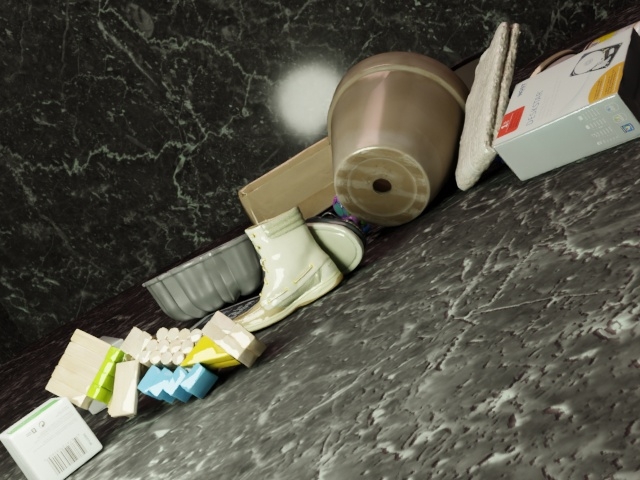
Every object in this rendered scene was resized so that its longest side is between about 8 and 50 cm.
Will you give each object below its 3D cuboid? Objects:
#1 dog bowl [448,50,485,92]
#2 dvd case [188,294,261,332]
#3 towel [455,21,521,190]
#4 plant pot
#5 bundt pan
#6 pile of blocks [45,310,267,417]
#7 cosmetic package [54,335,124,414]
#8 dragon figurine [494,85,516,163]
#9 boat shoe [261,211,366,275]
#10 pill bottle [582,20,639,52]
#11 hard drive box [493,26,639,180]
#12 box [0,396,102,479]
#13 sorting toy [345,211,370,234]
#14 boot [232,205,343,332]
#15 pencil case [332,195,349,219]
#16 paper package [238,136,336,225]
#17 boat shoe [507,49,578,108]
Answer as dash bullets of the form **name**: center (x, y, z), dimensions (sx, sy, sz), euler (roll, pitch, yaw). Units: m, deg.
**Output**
- **dog bowl**: center (0.273, -0.277, 1.936), dimensions (0.408, 0.150, 0.408), euler (-34, -4, -2)
- **dvd case**: center (-0.202, 0.174, 1.525), dimensions (0.239, 0.029, 0.179), euler (-24, 10, 43)
- **towel**: center (0.311, -0.253, 1.494), dimensions (0.187, 0.049, 0.282), euler (105, 178, -72)
- **plant pot**: center (0.150, -0.181, 1.630), dimensions (0.323, 0.323, 0.280), euler (-25, 27, 31)
- **bundt pan**: center (-0.217, 0.077, 1.758), dimensions (0.331, 0.124, 0.331), euler (-25, 4, 2)
- **pile of blocks**: center (-0.241, 0.209, 1.231), dimensions (0.362, 0.148, 0.112), euler (-9, -29, 21)
- **cosmetic package**: center (-0.444, 0.264, 1.591), dimensions (0.127, 0.107, 0.238), euler (-34, 6, -21)
- **dragon figurine**: center (0.431, -0.228, 1.520), dimensions (0.289, 0.144, 0.085), euler (-13, -3, -28)
- **boat shoe**: center (0.003, 0.003, 1.500), dimensions (0.113, 0.127, 0.340), euler (-48, 6, -27)
- **pill bottle**: center (0.625, -0.369, 1.575), dimensions (0.117, 0.117, 0.215), euler (-33, 9, -17)
- **hard drive box**: center (0.421, -0.220, 1.311), dimensions (0.232, 0.089, 0.181), euler (-24, 31, 45)
- **box**: center (-0.408, 0.305, 1.202), dimensions (0.101, 0.102, 0.087), euler (-37, 9, -33)
- **sorting toy**: center (0.070, -0.027, 1.680), dimensions (0.042, 0.061, 0.102), euler (-49, -13, -22)
- **boot**: center (-0.090, 0.053, 1.379), dimensions (0.213, 0.165, 0.077), euler (-31, 9, 8)
- **pencil case**: center (0.107, -0.117, 2.051), dimensions (0.152, 0.070, 0.064), euler (-31, 3, -15)
- **paper package**: center (-0.061, -0.129, 2.213), dimensions (0.310, 0.168, 0.325), euler (-32, -1, -6)
- **boat shoe**: center (0.467, -0.282, 1.654), dimensions (0.302, 0.113, 0.103), euler (-42, 50, -18)
